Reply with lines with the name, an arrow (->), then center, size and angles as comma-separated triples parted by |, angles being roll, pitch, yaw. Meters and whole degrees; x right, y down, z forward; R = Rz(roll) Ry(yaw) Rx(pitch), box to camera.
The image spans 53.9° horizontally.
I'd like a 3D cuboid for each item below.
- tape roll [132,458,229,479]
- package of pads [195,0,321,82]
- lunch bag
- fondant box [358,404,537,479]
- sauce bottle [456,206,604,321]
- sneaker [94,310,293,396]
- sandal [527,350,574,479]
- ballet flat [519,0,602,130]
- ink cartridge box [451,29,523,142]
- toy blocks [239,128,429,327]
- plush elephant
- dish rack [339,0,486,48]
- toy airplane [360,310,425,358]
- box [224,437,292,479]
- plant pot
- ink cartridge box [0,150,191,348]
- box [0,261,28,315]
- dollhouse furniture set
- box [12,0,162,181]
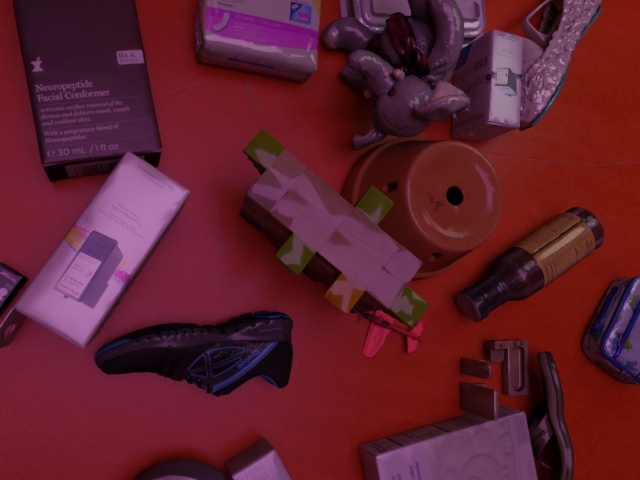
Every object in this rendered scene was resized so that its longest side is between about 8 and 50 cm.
tape roll -> -0.237, 0.481, 1.040 | 0.219, 0.072, 0.219 | 0, 92, -3
package of pads -> -0.116, -0.466, 1.182 | 0.229, 0.101, 0.296 | 7, 82, -19
lunch bag -> 0.694, 0.199, 1.396 | 0.176, 0.090, 0.219 | 37, 74, -9
fondant box -> 0.258, 0.481, 1.223 | 0.330, 0.096, 0.238 | -10, 88, -18
sauce bottle -> 0.434, 0.051, 1.312 | 0.344, 0.111, 0.111 | -29, 94, -17
sneaker -> -0.207, 0.208, 1.080 | 0.341, 0.125, 0.139 | -4, 91, -16
sandal -> 0.462, 0.382, 1.304 | 0.086, 0.120, 0.302 | -7, 85, 9
ballet flat -> 0.470, -0.409, 1.353 | 0.147, 0.147, 0.409 | 39, 65, -11
ink cartridge box -> 0.340, -0.312, 1.296 | 0.082, 0.139, 0.190 | 5, 84, -20
toy blocks -> 0.000, 0.000, 1.108 | 0.381, 0.261, 0.190 | 40, 77, -4
plush elephant -> 0.142, -0.300, 1.145 | 0.330, 0.272, 0.255 | 48, 44, -18
dish rack -> 0.201, -0.547, 1.310 | 0.333, 0.072, 0.285 | -4, 87, -17
toy airplane -> 0.144, 0.175, 1.247 | 0.151, 0.028, 0.151 | 1, 86, -17
box -> -0.104, 0.420, 1.105 | 0.087, 0.102, 0.101 | -29, 93, -16
plant pot -> 0.209, -0.070, 1.199 | 0.291, 0.203, 0.291 | 2, 85, -19
ink cartridge box -> -0.358, 0.049, 0.999 | 0.119, 0.207, 0.353 | 35, 77, -11
box -> -0.524, 0.081, 1.018 | 0.052, 0.062, 0.083 | 35, 76, -11
dollhouse furniture set -> 0.378, 0.275, 1.264 | 0.151, 0.123, 0.144 | 3, 84, -18
box -> -0.394, -0.306, 1.058 | 0.191, 0.143, 0.381 | -11, 87, -18
